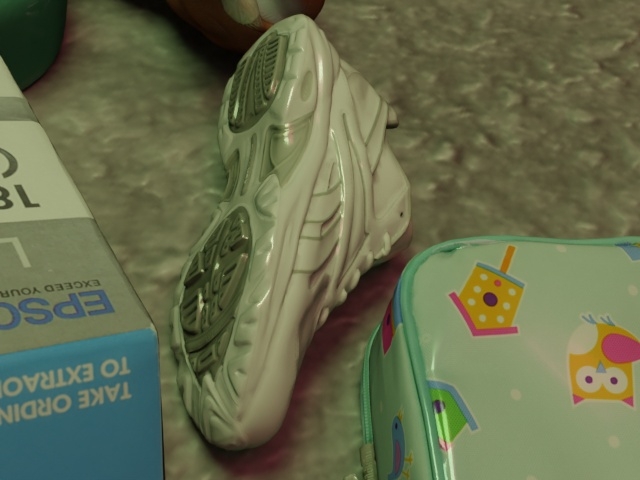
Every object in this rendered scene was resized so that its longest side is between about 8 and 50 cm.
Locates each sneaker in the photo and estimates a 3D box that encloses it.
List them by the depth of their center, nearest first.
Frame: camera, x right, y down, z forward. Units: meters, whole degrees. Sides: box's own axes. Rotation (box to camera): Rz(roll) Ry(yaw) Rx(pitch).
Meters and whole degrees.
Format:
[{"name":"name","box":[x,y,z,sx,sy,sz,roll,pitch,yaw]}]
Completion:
[{"name":"sneaker","box":[0.000,0.000,0.546,0.115,0.090,0.232,26,62,-29]}]

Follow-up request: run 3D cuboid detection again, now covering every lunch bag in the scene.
[{"name":"lunch bag","box":[0.152,0.116,0.502,0.279,0.108,0.224,3,60,-15]}]

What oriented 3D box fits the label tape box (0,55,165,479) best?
[{"name":"label tape box","box":[-0.189,0.050,0.364,0.240,0.106,0.334,-8,41,-31]}]

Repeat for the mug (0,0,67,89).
[{"name":"mug","box":[-0.210,-0.144,0.567,0.157,0.097,0.129,-35,73,-33]}]

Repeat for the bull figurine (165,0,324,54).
[{"name":"bull figurine","box":[-0.117,-0.225,0.610,0.310,0.188,0.101,39,88,2]}]
